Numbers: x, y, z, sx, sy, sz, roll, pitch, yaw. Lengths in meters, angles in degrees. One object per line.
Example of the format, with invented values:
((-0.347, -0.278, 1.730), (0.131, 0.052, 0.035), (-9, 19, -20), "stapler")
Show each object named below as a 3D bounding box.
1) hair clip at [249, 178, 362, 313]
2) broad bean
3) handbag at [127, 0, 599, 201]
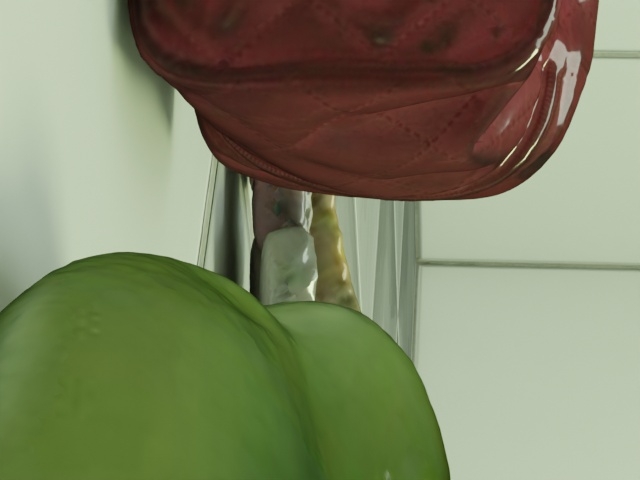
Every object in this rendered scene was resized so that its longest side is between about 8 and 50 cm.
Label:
((-0.008, 0.000, 0.845), (0.146, 0.075, 0.257), (25, 59, -87), "hair clip")
((-0.032, 0.087, 0.432), (0.228, 0.100, 0.169), (15, 68, -73), "broad bean")
((0.018, -0.127, 0.642), (0.135, 0.146, 0.225), (57, 34, -72), "handbag")
